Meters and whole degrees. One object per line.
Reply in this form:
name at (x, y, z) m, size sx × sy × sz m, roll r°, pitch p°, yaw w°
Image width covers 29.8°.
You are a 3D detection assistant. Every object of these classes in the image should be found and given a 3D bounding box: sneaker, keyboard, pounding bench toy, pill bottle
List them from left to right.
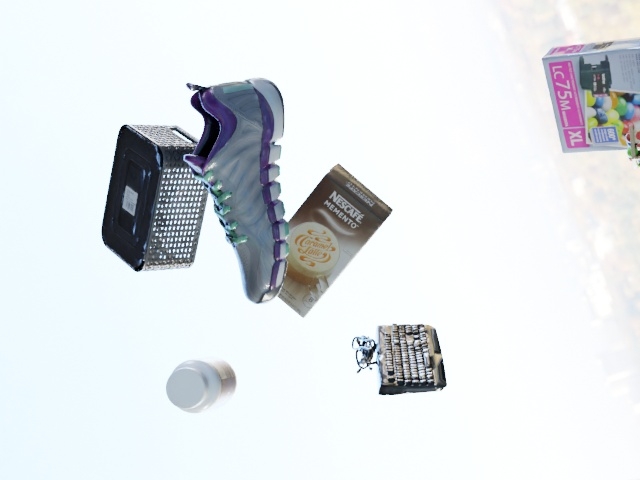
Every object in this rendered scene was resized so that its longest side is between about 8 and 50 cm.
pill bottle at (-0.210, 0.252, 2.086) m, size 0.169 × 0.094 × 0.094 m, roll 14°, pitch -123°, yaw -78°
sneaker at (-0.090, -0.046, 1.171) m, size 0.083 × 0.098 × 0.223 m, roll 7°, pitch 100°, yaw 62°
keyboard at (0.083, 0.118, 1.318) m, size 0.192 × 0.100 × 0.038 m, roll -87°, pitch -9°, yaw -76°
pounding bench toy at (0.476, -0.123, 1.732) m, size 0.052 × 0.065 × 0.083 m, roll 37°, pitch -130°, yaw -66°

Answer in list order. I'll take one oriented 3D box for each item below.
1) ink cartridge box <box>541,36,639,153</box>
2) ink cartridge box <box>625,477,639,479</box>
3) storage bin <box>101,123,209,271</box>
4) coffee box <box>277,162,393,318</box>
ink cartridge box at (0.539, -0.245, 2.009) m, size 0.065 × 0.311 × 0.185 m, roll -47°, pitch -53°, yaw -48°
ink cartridge box at (0.470, 0.355, 1.682) m, size 0.232 × 0.189 × 0.066 m, roll 132°, pitch 129°, yaw -63°
storage bin at (-0.223, -0.059, 1.626) m, size 0.122 × 0.084 × 0.180 m, roll 34°, pitch 117°, yaw 44°
coffee box at (0.000, 0.000, 2.195) m, size 0.141 × 0.246 × 0.098 m, roll 39°, pitch -159°, yaw 2°
